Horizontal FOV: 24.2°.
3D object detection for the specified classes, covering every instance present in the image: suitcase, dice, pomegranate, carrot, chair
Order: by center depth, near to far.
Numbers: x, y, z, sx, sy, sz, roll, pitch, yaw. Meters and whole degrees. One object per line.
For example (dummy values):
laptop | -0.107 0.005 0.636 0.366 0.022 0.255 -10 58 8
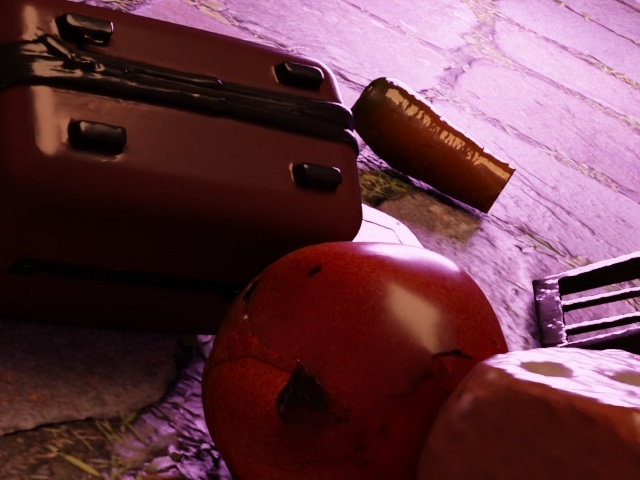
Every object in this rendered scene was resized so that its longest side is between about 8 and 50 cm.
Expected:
dice | 0.171 0.165 0.867 0.174 0.175 0.179 1 11 -44
pomegranate | 0.021 0.094 0.994 0.210 0.210 0.235 9 15 -36
suitcase | -0.139 -0.043 1.060 0.297 0.236 0.161 7 61 -37
chair | 0.442 0.118 1.445 0.203 0.416 0.241 -78 148 -65
carrot | 0.120 -0.101 1.652 0.193 0.087 0.087 38 23 -5

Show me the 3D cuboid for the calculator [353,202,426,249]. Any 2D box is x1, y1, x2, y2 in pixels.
calculator | 0.001 -0.001 1.366 0.294 0.043 0.194 15 26 -29
